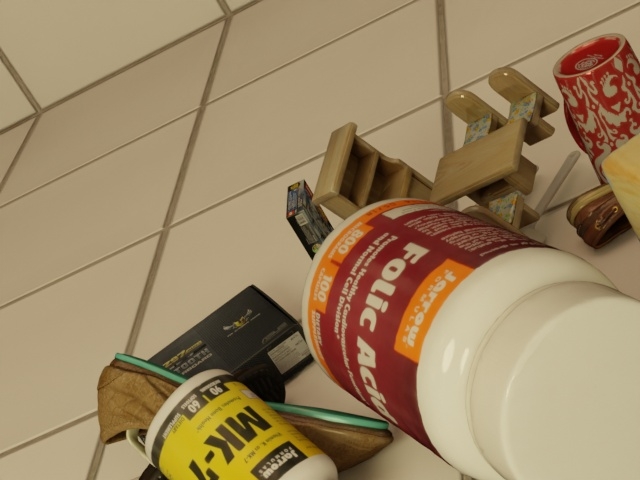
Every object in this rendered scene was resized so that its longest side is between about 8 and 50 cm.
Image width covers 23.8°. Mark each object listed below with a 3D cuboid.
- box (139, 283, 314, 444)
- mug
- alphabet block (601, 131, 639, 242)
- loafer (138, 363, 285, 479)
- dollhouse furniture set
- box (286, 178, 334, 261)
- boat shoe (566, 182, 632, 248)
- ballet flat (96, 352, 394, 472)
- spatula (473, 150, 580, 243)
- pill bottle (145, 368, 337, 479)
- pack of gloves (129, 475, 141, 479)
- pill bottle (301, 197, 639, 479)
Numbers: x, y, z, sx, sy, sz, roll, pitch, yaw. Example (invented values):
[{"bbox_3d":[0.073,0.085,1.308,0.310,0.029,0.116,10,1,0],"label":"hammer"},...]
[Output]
[{"bbox_3d":[-0.135,0.162,1.866,0.233,0.059,0.183,-36,22,-9],"label":"box"},{"bbox_3d":[0.330,-0.141,1.765,0.150,0.169,0.113,-10,32,40],"label":"mug"},{"bbox_3d":[0.419,-0.035,1.423,0.193,0.192,0.197,-37,23,-9],"label":"alphabet block"},{"bbox_3d":[-0.132,0.218,1.723,0.220,0.080,0.078,-42,26,-24],"label":"loafer"},{"bbox_3d":[0.134,-0.085,1.792,0.242,0.161,0.212,-26,40,46],"label":"dollhouse furniture set"},{"bbox_3d":[0.000,0.000,1.926,0.027,0.137,0.094,-25,23,13],"label":"box"},{"bbox_3d":[0.364,-0.048,1.690,0.178,0.064,0.060,-30,54,7],"label":"boat shoe"},{"bbox_3d":[-0.092,0.213,1.605,0.342,0.116,0.124,12,84,20],"label":"ballet flat"},{"bbox_3d":[0.224,-0.024,1.855,0.168,0.019,0.242,-15,28,46],"label":"spatula"},{"bbox_3d":[-0.060,0.228,1.464,0.208,0.119,0.119,37,65,27],"label":"pill bottle"},{"bbox_3d":[-0.311,0.345,1.736,0.232,0.046,0.195,-22,26,21],"label":"pack of gloves"},{"bbox_3d":[0.154,0.099,1.431,0.224,0.224,0.392,-37,23,-13],"label":"pill bottle"}]
